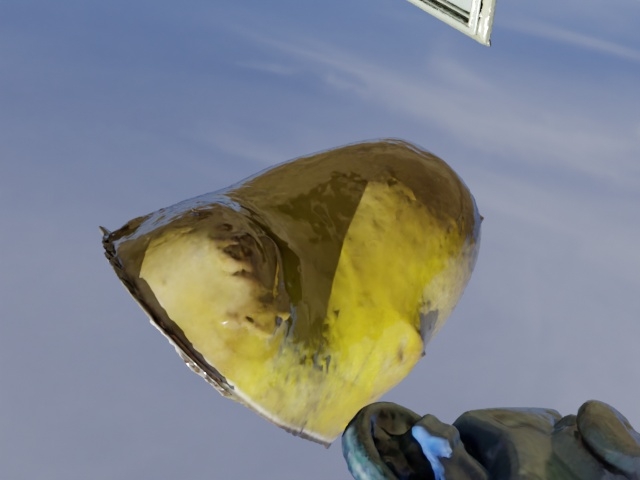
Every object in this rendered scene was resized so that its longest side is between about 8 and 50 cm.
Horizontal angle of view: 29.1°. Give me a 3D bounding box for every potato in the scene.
[{"bbox_3d":[0.000,0.000,1.189,0.290,0.296,0.397,45,180,31],"label":"potato"}]

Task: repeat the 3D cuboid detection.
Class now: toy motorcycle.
[{"bbox_3d":[0.174,0.202,0.838,0.319,0.182,0.241,11,-170,-45],"label":"toy motorcycle"}]

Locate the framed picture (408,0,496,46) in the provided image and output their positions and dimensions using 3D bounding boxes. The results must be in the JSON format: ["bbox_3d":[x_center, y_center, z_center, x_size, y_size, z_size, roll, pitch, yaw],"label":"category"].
[{"bbox_3d":[0.066,-0.321,1.039,0.018,0.231,0.293,-13,-146,-29],"label":"framed picture"}]
